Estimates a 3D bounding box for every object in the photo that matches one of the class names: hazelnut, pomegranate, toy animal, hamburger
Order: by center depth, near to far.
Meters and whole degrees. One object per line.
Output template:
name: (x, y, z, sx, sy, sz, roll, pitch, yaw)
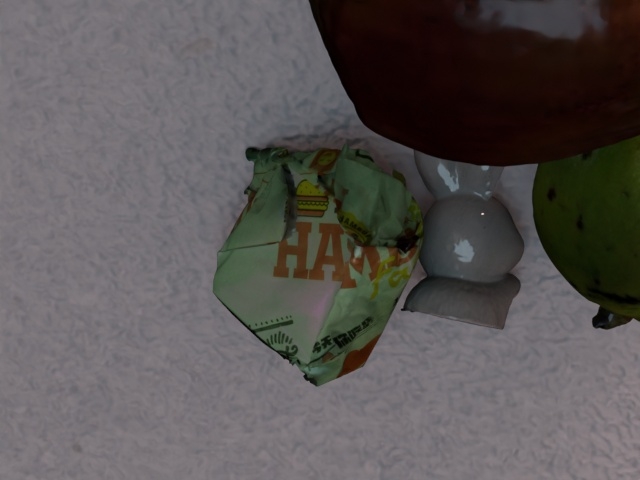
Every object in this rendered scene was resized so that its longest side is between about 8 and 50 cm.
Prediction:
hazelnut: (0.185, -0.251, 1.516, 0.421, 0.421, 0.352, -3, 118, 9)
pomegranate: (0.336, -0.073, 1.668, 0.260, 0.260, 0.340, 26, 111, -3)
hamburger: (-0.003, -0.002, 1.791, 0.125, 0.235, 0.214, 7, 119, -40)
toy animal: (0.144, -0.028, 1.802, 0.104, 0.131, 0.220, 3, 85, 37)
